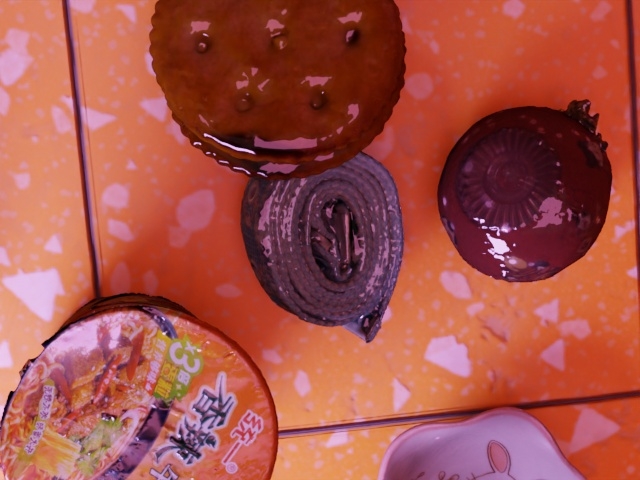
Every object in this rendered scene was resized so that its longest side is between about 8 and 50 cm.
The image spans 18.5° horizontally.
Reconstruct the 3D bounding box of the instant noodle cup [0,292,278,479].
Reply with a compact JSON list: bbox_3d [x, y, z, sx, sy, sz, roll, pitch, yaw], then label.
[{"bbox_3d":[-0.158,0.148,1.701,0.230,0.182,0.230,-1,102,-6],"label":"instant noodle cup"}]

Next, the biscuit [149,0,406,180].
[{"bbox_3d":[-0.034,-0.161,1.672,0.221,0.066,0.220,0,76,1],"label":"biscuit"}]

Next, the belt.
[{"bbox_3d":[0.000,-0.009,1.740,0.148,0.082,0.163,18,93,-21],"label":"belt"}]

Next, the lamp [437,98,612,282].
[{"bbox_3d":[0.185,-0.037,1.736,0.157,0.135,0.156,-8,72,21],"label":"lamp"}]

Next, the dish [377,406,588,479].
[{"bbox_3d":[0.136,0.256,1.814,0.229,0.081,0.229,-1,99,-9],"label":"dish"}]
